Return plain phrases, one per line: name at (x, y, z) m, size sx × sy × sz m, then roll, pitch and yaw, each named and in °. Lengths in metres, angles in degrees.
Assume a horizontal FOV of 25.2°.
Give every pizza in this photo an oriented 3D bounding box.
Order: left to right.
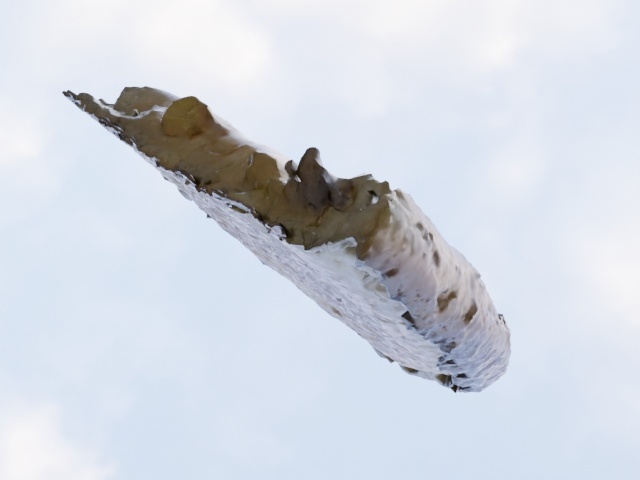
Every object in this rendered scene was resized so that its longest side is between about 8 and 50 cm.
pizza at (0.024, 0.018, 1.116) m, size 0.080 × 0.392 × 0.435 m, roll -52°, pitch -144°, yaw -4°
